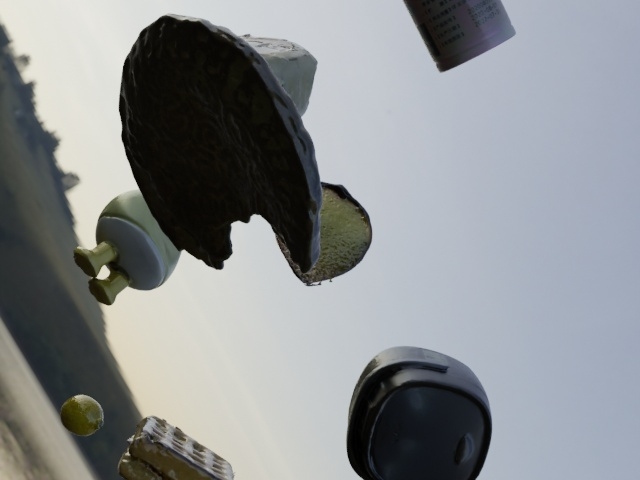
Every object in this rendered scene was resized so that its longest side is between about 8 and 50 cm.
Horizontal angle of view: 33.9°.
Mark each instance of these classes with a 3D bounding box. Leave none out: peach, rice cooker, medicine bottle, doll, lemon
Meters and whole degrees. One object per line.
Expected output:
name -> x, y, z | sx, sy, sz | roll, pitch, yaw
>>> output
peach -> 0.000, 0.002, 1.979 | 0.189, 0.279, 0.068 | 14, -43, 3
rice cooker -> 0.169, 0.315, 1.848 | 0.267, 0.267, 0.224 | 63, 2, -12
medicine bottle -> 0.215, -0.434, 1.805 | 0.254, 0.152, 0.152 | 62, -17, -7
doll -> -0.231, -0.028, 1.494 | 0.117, 0.296, 0.141 | -6, -60, 32
lemon -> -0.374, 0.276, 1.649 | 0.083, 0.062, 0.062 | 20, -35, 27

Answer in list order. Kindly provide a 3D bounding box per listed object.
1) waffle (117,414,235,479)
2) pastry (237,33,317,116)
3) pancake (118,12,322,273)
waffle -> -0.265, 0.429, 1.972 | 0.224, 0.098, 0.328 | 35, -7, -4
pastry -> -0.083, -0.184, 1.200 | 0.166, 0.166, 0.088 | 35, -54, 54
pancake -> -0.097, -0.073, 0.968 | 0.286, 0.033, 0.288 | 45, -36, 20
